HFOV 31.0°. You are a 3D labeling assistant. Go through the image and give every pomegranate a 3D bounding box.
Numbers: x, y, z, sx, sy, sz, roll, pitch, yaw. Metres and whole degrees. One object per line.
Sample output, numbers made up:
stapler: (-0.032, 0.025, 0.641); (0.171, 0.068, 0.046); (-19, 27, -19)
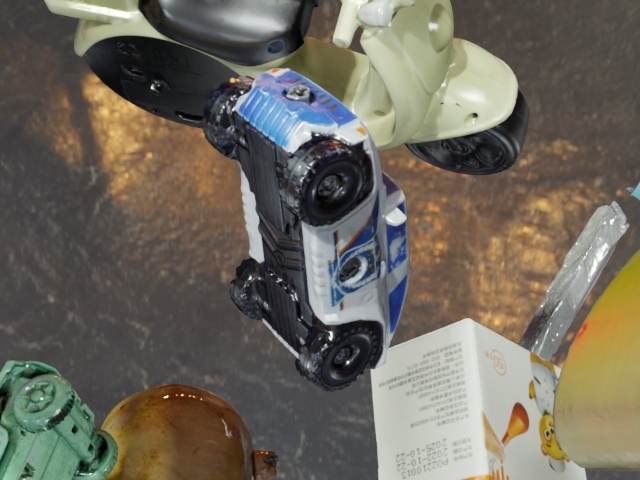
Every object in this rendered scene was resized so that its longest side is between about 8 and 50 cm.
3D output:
pomegranate: (-0.192, 0.331, 1.651); (0.271, 0.229, 0.252); (6, 46, -12)

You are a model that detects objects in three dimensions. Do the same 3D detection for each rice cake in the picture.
rice cake: (0.350, 0.066, 1.613); (0.055, 0.049, 0.269); (33, 83, -25)

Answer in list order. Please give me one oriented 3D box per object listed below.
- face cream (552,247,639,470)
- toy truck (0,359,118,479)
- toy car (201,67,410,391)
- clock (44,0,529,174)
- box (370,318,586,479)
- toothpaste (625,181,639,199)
face cream: (0.163, 0.003, 0.290); (0.067, 0.285, 0.139); (44, 72, -2)
toy truck: (-0.341, 0.271, 1.244); (0.156, 0.155, 0.278); (4, 54, 21)
toy car: (0.000, 0.000, 0.547); (0.070, 0.170, 0.080); (-28, 44, -24)
clock: (-0.022, -0.158, 0.915); (0.379, 0.276, 0.120); (9, 68, 11)
box: (0.182, 0.286, 1.245); (0.143, 0.225, 0.341); (-26, 53, 33)
toothpaste: (0.230, -0.110, 0.459); (0.053, 0.272, 0.066); (14, 25, -39)
